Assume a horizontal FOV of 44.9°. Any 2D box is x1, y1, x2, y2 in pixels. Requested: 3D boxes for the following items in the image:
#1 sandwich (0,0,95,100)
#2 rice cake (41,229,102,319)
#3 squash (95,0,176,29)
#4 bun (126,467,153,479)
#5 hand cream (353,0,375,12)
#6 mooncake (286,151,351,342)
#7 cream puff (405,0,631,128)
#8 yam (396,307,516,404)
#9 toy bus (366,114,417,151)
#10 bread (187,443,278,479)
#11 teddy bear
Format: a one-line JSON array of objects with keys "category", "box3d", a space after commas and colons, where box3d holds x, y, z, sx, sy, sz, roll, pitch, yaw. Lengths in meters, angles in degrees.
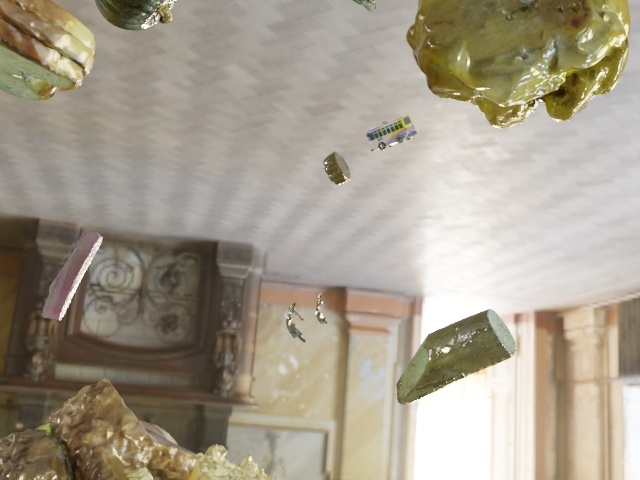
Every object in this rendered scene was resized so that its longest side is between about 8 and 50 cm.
[{"category": "sandwich", "box3d": [-0.469, -0.299, 1.126, 0.249, 0.095, 0.273, 30, 164, -32]}, {"category": "rice cake", "box3d": [-0.511, 0.072, 1.598, 0.047, 0.207, 0.036, 16, 155, 14]}, {"category": "squash", "box3d": [-0.379, -0.540, 1.634, 0.172, 0.218, 0.218, 26, 159, -21]}, {"category": "bun", "box3d": [-0.471, 0.560, 1.653, 0.243, 0.244, 0.153, 8, 141, -13]}, {"category": "hand cream", "box3d": [0.023, -0.419, 0.963, 0.095, 0.059, 0.276, 44, 158, 41]}, {"category": "mooncake", "box3d": [0.009, -0.004, 1.271, 0.057, 0.347, 0.150, -25, 115, 41]}, {"category": "cream puff", "box3d": [0.313, -0.309, 1.230, 0.324, 0.291, 0.257, -20, 145, 9]}, {"category": "yam", "box3d": [0.230, 0.213, 1.416, 0.259, 0.106, 0.106, -32, 148, 31]}, {"category": "toy bus", "box3d": [0.152, -0.234, 1.692, 0.102, 0.058, 0.052, -17, -173, 35]}, {"category": "bread", "box3d": [-0.092, 0.281, 0.680, 0.134, 0.173, 0.085, 35, 175, -26]}, {"category": "teddy bear", "box3d": [-0.292, 0.320, 1.021, 0.246, 0.222, 0.296, 8, 144, 51]}]
